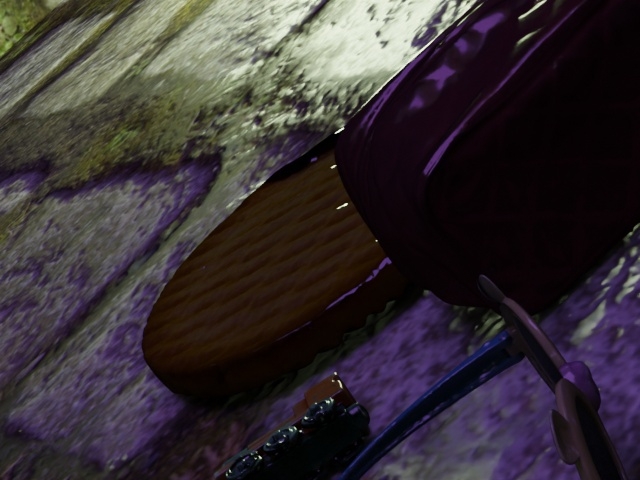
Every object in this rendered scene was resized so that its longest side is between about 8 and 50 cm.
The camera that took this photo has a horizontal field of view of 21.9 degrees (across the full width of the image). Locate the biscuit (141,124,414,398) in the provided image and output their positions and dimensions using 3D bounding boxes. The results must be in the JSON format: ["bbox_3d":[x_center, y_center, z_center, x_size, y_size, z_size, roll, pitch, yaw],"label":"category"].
[{"bbox_3d":[0.000,0.000,1.229,0.318,0.040,0.318,-34,20,14],"label":"biscuit"}]

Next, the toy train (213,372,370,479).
[{"bbox_3d":[-0.018,0.125,0.993,0.103,0.044,0.064,-35,17,1],"label":"toy train"}]

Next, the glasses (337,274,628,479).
[{"bbox_3d":[0.068,0.148,0.815,0.221,0.088,0.190,-54,18,15],"label":"glasses"}]

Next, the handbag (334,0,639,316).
[{"bbox_3d":[0.127,-0.064,1.007,0.225,0.146,0.135,-44,24,-11],"label":"handbag"}]
